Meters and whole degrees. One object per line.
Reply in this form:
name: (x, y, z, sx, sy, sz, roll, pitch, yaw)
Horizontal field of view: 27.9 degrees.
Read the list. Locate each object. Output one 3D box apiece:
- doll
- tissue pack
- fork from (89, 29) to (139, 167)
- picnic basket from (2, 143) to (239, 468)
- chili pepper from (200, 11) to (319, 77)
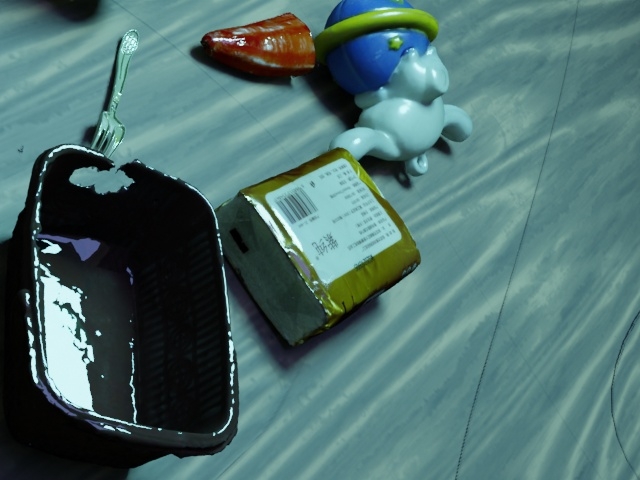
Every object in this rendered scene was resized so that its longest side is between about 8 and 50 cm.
doll: (0.121, -0.219, 1.745, 0.311, 0.159, 0.242, 6, 56, -51)
tissue pack: (0.000, 0.000, 1.488, 0.183, 0.092, 0.226, 57, 35, 3)
fork: (-0.222, -0.163, 1.423, 0.034, 0.028, 0.219, 31, 42, -23)
picnic basket: (-0.199, 0.074, 1.172, 0.222, 0.129, 0.297, 20, 47, -36)
chili pepper: (-0.086, -0.247, 1.620, 0.169, 0.065, 0.088, -9, 67, -47)
